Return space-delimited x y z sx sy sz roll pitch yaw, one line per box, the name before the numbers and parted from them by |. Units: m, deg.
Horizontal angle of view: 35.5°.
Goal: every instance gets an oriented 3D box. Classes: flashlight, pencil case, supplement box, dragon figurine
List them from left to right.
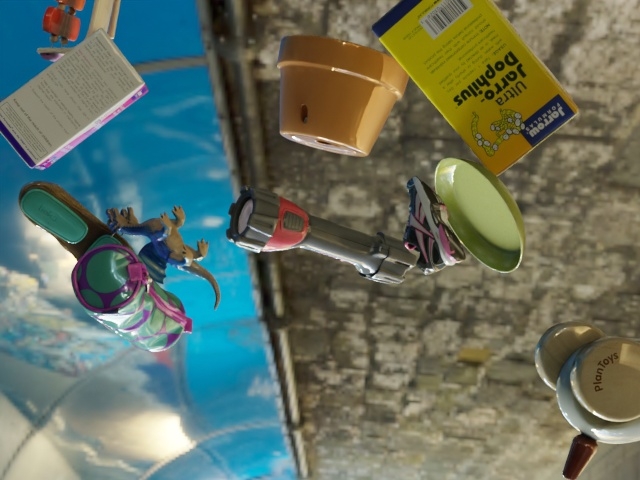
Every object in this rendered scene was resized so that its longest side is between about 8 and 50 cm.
supplement box | -0.391 -0.219 1.567 0.114 0.220 0.111 51 177 -5
pencil case | -0.172 0.057 0.924 0.151 0.070 0.064 65 -155 -69
dragon figurine | -0.307 0.028 2.008 0.144 0.289 0.085 -35 5 36
flashlight | 0.000 0.000 1.627 0.103 0.304 0.103 -56 33 26
supplement box | 0.287 -0.324 1.856 0.356 0.195 0.194 49 -163 -4

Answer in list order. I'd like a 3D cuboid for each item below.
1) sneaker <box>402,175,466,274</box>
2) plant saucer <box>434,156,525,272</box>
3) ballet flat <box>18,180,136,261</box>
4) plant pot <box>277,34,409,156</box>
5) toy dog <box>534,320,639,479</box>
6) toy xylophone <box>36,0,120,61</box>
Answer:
sneaker | 0.157 -0.023 1.558 0.072 0.077 0.178 39 -154 -40
plant saucer | 0.299 -0.053 1.833 0.241 0.037 0.241 51 161 25
ballet flat | -0.485 -0.007 2.097 0.116 0.342 0.124 -45 18 11
plant pot | 0.032 -0.304 2.172 0.291 0.291 0.203 43 -119 -86
toy dog | 0.376 0.190 1.028 0.220 0.334 0.161 5 -83 -70
toy xylophone | -0.374 -0.435 1.632 0.236 0.081 0.322 178 106 -87
